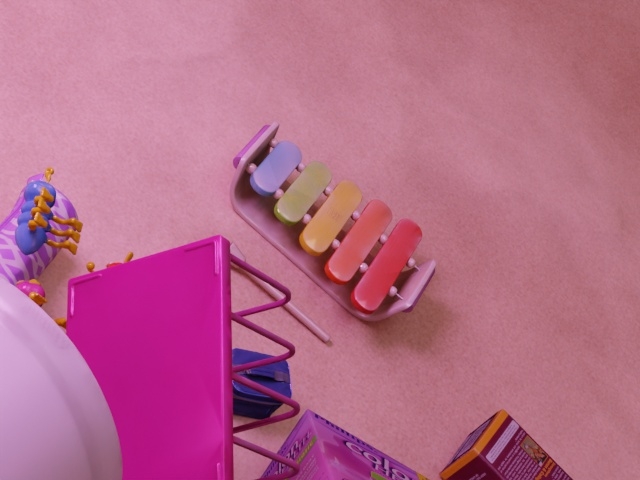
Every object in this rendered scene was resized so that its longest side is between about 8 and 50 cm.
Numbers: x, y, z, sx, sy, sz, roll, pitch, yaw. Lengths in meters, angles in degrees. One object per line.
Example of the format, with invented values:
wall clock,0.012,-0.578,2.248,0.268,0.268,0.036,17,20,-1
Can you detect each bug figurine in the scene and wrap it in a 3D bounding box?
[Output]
bug figurine,-0.287,0.062,1.740,0.279,0.072,0.216,55,39,-52

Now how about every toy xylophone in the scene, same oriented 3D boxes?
toy xylophone,0.000,0.000,2.078,0.323,0.081,0.236,36,42,-10

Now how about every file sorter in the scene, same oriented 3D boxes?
file sorter,-0.138,0.179,1.637,0.182,0.202,0.290,34,47,-52

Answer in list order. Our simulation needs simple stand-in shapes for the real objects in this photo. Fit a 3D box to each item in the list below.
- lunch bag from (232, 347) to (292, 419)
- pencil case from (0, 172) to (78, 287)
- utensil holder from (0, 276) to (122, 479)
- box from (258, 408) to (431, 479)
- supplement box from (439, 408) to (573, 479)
lunch bag,-0.086,0.172,1.880,0.098,0.065,0.067,13,50,-32
pencil case,-0.360,0.015,1.768,0.088,0.086,0.206,59,36,-21
utensil holder,-0.423,0.242,1.363,0.327,0.327,0.385,48,44,4
box,0.056,0.327,1.744,0.214,0.117,0.243,32,7,-14
supplement box,0.263,0.331,2.022,0.188,0.081,0.104,46,41,2
